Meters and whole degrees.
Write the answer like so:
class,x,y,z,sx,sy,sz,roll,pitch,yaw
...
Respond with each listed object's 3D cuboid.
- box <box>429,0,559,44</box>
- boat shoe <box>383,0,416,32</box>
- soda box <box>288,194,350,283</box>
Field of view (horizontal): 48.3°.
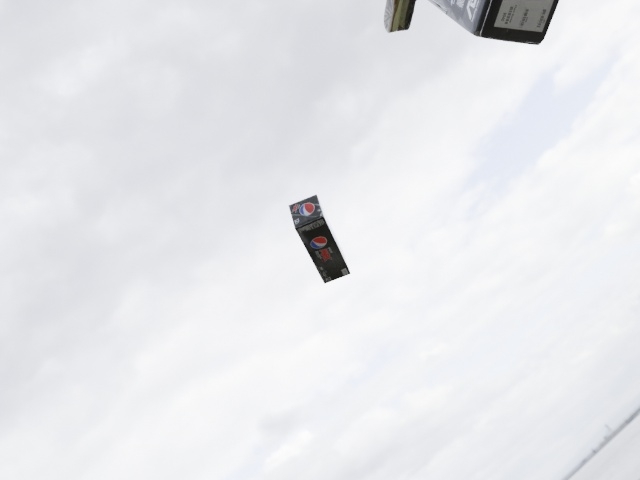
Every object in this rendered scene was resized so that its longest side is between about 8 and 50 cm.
class,x,y,z,sx,sy,sz,roll,pitch,yaw
box,0.187,-0.450,0.749,0.097,0.318,0.394,-1,-56,-22
boat shoe,0.148,-0.432,1.234,0.049,0.056,0.152,-8,-40,-21
soda box,0.000,0.000,1.236,0.053,0.060,0.169,-21,-41,4
